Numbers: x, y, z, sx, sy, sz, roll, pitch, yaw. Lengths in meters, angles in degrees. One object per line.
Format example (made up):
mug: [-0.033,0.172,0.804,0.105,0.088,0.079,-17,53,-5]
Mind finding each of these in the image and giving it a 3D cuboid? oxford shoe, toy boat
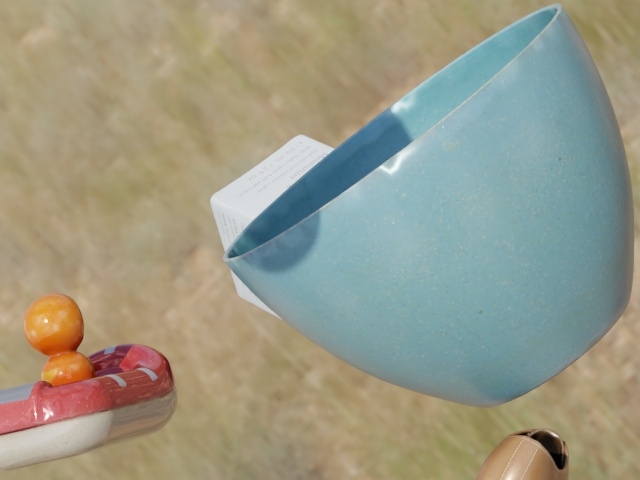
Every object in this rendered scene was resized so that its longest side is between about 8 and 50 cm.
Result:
oxford shoe: [0.144,0.164,1.245,0.076,0.076,0.212,-63,-12,-3]
toy boat: [-0.235,0.123,1.734,0.151,0.151,0.231,-14,-3,22]

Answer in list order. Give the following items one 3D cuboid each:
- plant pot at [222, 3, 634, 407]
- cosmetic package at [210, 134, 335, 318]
plant pot: [0.105,0.000,1.295,0.290,0.195,0.290,-37,7,5]
cosmetic package: [0.000,0.000,2.119,0.151,0.151,0.183,-38,42,-28]
